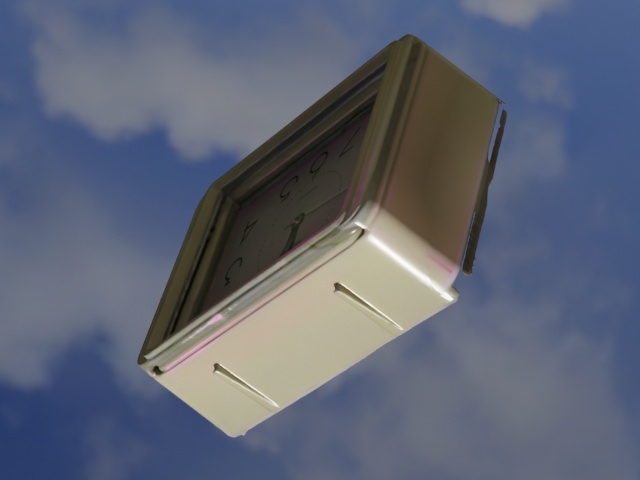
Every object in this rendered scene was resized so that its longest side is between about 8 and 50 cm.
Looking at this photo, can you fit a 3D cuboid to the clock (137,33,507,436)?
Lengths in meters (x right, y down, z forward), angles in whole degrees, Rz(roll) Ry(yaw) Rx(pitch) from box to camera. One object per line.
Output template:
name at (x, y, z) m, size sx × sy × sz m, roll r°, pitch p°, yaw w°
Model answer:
clock at (0.000, 0.000, 0.997) m, size 0.071 × 0.192 × 0.147 m, roll 37°, pitch -136°, yaw -20°
